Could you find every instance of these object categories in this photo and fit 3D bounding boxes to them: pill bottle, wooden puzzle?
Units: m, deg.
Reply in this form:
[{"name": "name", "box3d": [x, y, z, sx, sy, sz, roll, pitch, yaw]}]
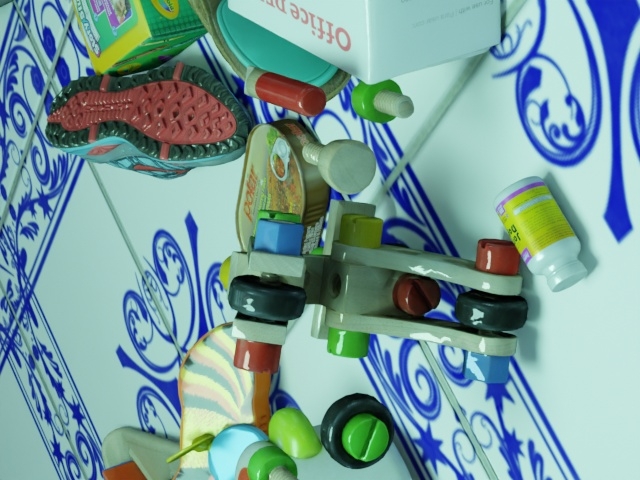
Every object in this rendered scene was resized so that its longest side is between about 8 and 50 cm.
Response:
[{"name": "pill bottle", "box3d": [0.167, -0.004, 1.254, 0.083, 0.043, 0.043, 62, 150, 20]}, {"name": "wooden puzzle", "box3d": [-0.176, 0.402, 2.059, 0.348, 0.080, 0.322, -4, 102, 61]}]

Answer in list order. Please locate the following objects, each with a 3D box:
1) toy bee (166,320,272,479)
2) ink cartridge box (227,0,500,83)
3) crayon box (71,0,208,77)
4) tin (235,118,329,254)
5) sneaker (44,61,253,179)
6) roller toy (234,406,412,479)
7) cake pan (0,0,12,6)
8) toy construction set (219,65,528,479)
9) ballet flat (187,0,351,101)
[{"name": "toy bee", "box3d": [-0.112, 0.237, 1.733, 0.195, 0.162, 0.298, 48, -146, -63]}, {"name": "ink cartridge box", "box3d": [0.022, -0.300, 1.249, 0.226, 0.131, 0.306, 35, 136, 50]}, {"name": "crayon box", "box3d": [-0.211, -0.321, 1.714, 0.165, 0.081, 0.278, -20, 88, 62]}, {"name": "tin", "box3d": [-0.038, -0.034, 1.615, 0.106, 0.040, 0.190, 48, 144, 31]}, {"name": "sneaker", "box3d": [-0.157, -0.118, 1.735, 0.262, 0.125, 0.104, 8, 78, 39]}, {"name": "roller toy", "box3d": [0.014, 0.269, 1.574, 0.209, 0.146, 0.191, 103, 149, -52]}, {"name": "cake pan", "box3d": [-0.448, -0.419, 2.115, 0.293, 0.054, 0.293, 37, 136, 48]}, {"name": "toy construction set", "box3d": [0.000, 0.000, 1.350, 0.237, 0.257, 0.309, 29, 137, 63]}, {"name": "ballet flat", "box3d": [-0.062, -0.203, 1.503, 0.342, 0.116, 0.124, 50, 165, 36]}]
